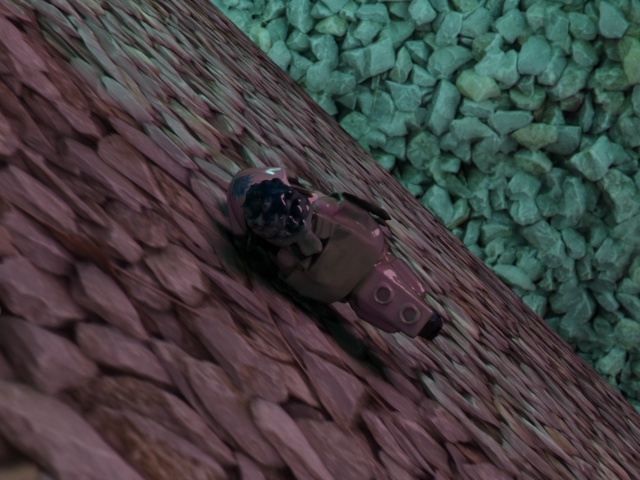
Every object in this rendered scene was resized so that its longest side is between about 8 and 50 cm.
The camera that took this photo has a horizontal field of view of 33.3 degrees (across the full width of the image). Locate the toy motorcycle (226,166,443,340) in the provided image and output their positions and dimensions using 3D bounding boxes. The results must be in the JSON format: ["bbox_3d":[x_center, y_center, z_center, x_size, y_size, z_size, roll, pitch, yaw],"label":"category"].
[{"bbox_3d":[-0.003,0.005,0.934,0.239,0.108,0.204,22,-1,16],"label":"toy motorcycle"}]
